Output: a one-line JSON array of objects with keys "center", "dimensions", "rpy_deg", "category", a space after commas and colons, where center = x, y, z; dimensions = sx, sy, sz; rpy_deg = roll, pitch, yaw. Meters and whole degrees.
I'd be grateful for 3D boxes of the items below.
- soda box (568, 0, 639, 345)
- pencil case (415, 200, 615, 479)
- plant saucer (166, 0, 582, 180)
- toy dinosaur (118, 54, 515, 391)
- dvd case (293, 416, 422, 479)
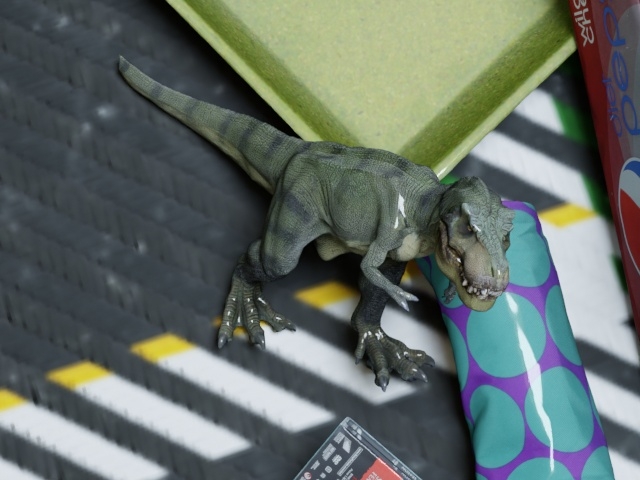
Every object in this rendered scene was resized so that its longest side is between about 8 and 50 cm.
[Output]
[{"center": [0.178, -0.059, 0.853], "dimensions": [0.083, 0.092, 0.263], "rpy_deg": [-13, 94, -11], "category": "soda box"}, {"center": [0.087, 0.059, 0.868], "dimensions": [0.070, 0.064, 0.152], "rpy_deg": [-21, 76, 35], "category": "pencil case"}, {"center": [0.033, -0.132, 0.912], "dimensions": [0.188, 0.045, 0.188], "rpy_deg": [-43, 84, -10], "category": "plant saucer"}, {"center": [0.000, 0.000, 0.849], "dimensions": [0.064, 0.268, 0.118], "rpy_deg": [-20, 120, -38], "category": "toy dinosaur"}, {"center": [0.032, 0.149, 0.849], "dimensions": [0.119, 0.013, 0.087], "rpy_deg": [40, 116, 6], "category": "dvd case"}]
